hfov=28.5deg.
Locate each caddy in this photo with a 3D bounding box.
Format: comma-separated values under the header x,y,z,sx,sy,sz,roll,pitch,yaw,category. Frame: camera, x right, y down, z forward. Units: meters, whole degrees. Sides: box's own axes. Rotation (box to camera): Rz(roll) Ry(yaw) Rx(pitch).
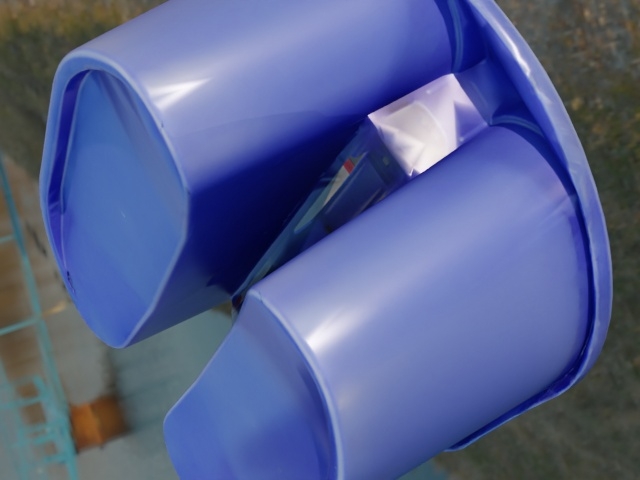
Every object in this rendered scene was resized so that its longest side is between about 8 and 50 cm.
x,y,z,sx,sy,sz,roll,pitch,yaw,category
0.000,0.000,0.600,0.241,0.179,0.341,58,156,9,caddy
